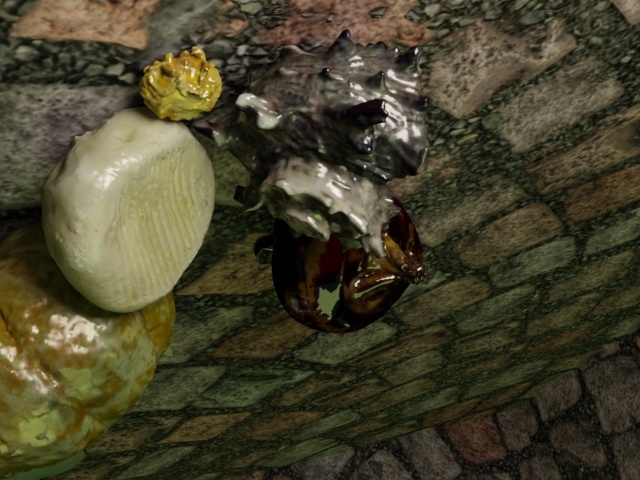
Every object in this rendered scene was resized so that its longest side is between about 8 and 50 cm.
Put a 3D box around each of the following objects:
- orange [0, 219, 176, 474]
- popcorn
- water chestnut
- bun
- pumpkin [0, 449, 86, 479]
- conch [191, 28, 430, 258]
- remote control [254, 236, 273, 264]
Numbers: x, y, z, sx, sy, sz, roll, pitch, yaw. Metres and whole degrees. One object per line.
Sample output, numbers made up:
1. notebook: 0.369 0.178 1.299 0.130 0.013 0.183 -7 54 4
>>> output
1. orange: -0.330 0.147 1.056 0.369 0.210 0.270 -41 128 -13
2. popcorn: -0.143 -0.158 0.877 0.082 0.057 0.083 -14 160 5
3. water chestnut: 0.043 0.021 1.201 0.224 0.238 0.223 -17 117 -36
4. bun: -0.219 -0.039 0.953 0.231 0.133 0.231 -40 141 -44
5. pumpkin: -0.490 0.236 1.294 0.293 0.196 0.263 -22 148 25
6. conch: 0.007 -0.088 0.917 0.186 0.240 0.313 -34 175 -42
7. remote control: 0.000 0.000 1.353 0.212 0.028 0.059 -12 156 -16
